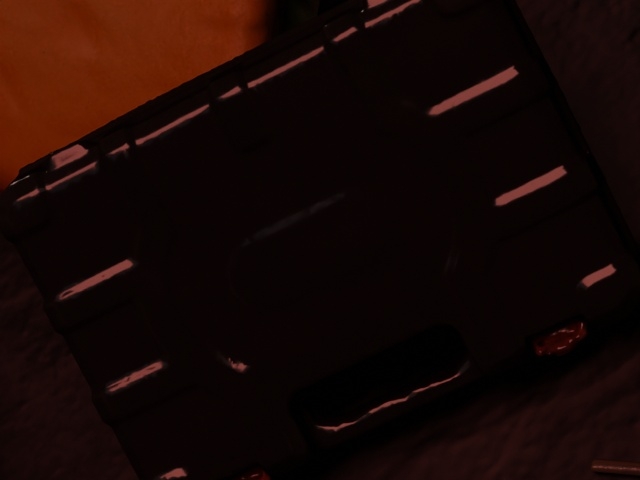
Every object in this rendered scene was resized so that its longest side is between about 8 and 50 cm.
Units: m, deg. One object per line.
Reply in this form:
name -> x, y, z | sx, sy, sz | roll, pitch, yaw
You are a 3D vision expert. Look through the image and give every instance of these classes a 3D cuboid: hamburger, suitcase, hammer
hamburger -> -0.122, -0.137, 1.061 | 0.246, 0.170, 0.246 | 1, 105, 5
suitcase -> 0.000, 0.000, 0.955 | 0.285, 0.066, 0.206 | -26, 95, 12
hammer -> 0.182, 0.113, 0.902 | 0.110, 0.019, 0.035 | 2, 68, 29
